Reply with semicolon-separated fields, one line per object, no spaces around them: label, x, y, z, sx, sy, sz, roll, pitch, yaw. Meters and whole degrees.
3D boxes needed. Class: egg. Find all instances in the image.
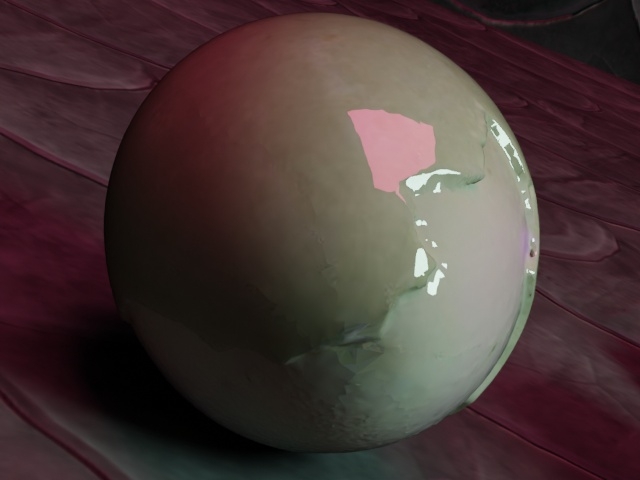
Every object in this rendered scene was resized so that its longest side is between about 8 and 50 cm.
egg;0.000;0.000;0.706;0.183;0.183;0.217;22;17;-9
